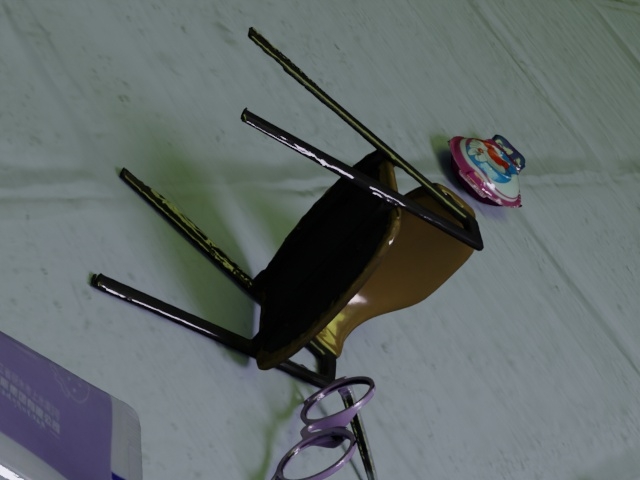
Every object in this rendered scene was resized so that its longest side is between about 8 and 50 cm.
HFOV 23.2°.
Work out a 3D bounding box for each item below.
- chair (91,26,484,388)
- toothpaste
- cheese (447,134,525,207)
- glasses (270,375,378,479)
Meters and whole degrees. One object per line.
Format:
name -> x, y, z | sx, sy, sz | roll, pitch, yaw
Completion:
chair -> 0.000, 0.000, 1.052 | 0.247, 0.159, 0.172 | 36, 26, -18
toothpaste -> -0.219, 0.053, 0.760 | 0.371, 0.080, 0.125 | 34, 28, -34
cheese -> 0.168, -0.072, 1.531 | 0.095, 0.038, 0.145 | 47, 27, 2
glasses -> 0.024, 0.160, 1.010 | 0.104, 0.062, 0.140 | 62, 22, -19
